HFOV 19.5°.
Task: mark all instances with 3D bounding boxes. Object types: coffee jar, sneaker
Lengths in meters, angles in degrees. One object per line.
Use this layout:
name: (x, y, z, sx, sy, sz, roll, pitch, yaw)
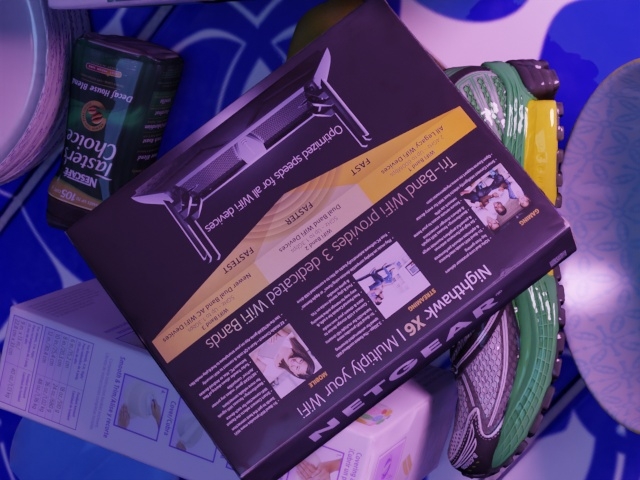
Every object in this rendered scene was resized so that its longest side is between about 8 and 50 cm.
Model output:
coffee jar: (-0.187, -0.089, 1.676, 0.096, 0.079, 0.184, 16, 104, 18)
sneaker: (0.118, 0.025, 1.531, 0.146, 0.134, 0.343, -2, 91, -6)

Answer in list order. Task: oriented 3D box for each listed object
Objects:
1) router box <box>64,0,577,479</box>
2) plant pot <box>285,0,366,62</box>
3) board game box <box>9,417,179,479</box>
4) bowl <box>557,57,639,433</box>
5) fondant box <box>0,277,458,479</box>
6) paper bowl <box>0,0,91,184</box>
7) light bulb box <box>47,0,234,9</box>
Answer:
router box: (0.000, 0.000, 1.418, 0.309, 0.081, 0.243, -37, 71, 1)
plant pot: (0.024, -0.147, 1.570, 0.134, 0.134, 0.095, -27, 64, 23)
board game box: (-0.207, 0.212, 1.757, 0.133, 0.033, 0.168, -42, 87, 16)
bowl: (0.315, 0.004, 1.437, 0.156, 0.289, 0.289, 0, 101, -21)
fondant box: (-0.075, 0.127, 1.580, 0.330, 0.238, 0.096, 17, 103, 18)
paper bowl: (-0.364, -0.179, 1.695, 0.284, 0.148, 0.284, 4, 100, 22)
light bulb box: (-0.031, -0.374, 1.493, 0.361, 0.225, 0.357, -2, 98, 20)
